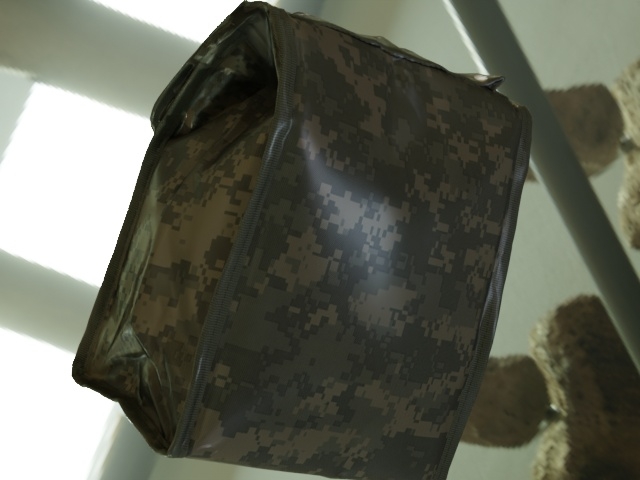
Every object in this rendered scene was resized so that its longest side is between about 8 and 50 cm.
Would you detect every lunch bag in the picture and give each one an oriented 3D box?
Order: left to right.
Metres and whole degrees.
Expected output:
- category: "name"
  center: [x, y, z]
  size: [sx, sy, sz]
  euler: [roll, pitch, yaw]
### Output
- category: "lunch bag"
  center: [0.000, 0.000, 0.869]
  size: [0.169, 0.235, 0.287]
  euler: [27, -81, 52]
